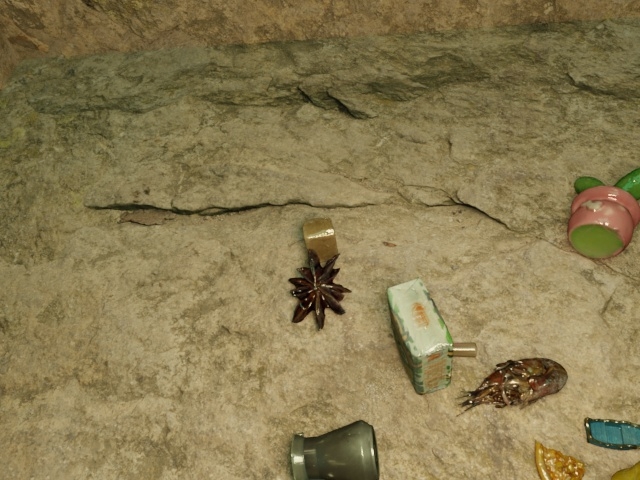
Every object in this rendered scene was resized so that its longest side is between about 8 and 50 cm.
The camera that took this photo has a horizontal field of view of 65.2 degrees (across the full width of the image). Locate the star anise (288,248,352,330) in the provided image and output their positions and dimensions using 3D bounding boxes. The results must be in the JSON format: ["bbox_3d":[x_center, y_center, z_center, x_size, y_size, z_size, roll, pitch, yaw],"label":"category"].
[{"bbox_3d":[-0.006,0.167,1.689,0.213,0.129,0.282,-13,63,5],"label":"star anise"}]

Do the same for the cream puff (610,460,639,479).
[{"bbox_3d":[0.885,0.682,1.145,0.379,0.275,0.378,-25,41,24],"label":"cream puff"}]

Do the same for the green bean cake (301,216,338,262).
[{"bbox_3d":[0.000,0.000,1.767,0.109,0.179,0.085,-13,55,1],"label":"green bean cake"}]

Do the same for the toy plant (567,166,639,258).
[{"bbox_3d":[0.995,-0.112,1.693,0.317,0.210,0.356,-12,26,50],"label":"toy plant"}]

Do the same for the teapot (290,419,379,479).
[{"bbox_3d":[0.042,0.600,1.350,0.226,0.171,0.203,-10,56,8],"label":"teapot"}]

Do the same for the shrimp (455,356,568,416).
[{"bbox_3d":[0.546,0.427,1.437,0.344,0.116,0.145,-18,40,-6],"label":"shrimp"}]

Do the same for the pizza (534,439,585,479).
[{"bbox_3d":[0.648,0.618,1.333,0.131,0.041,0.178,-5,54,1],"label":"pizza"}]

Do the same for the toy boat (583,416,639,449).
[{"bbox_3d":[0.817,0.524,1.357,0.186,0.077,0.075,6,55,11],"label":"toy boat"}]

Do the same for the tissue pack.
[{"bbox_3d":[0.288,0.284,1.448,0.128,0.310,0.227,-19,54,-1],"label":"tissue pack"}]

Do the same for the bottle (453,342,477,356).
[{"bbox_3d":[0.434,0.339,1.555,0.097,0.045,0.045,0,55,8],"label":"bottle"}]
